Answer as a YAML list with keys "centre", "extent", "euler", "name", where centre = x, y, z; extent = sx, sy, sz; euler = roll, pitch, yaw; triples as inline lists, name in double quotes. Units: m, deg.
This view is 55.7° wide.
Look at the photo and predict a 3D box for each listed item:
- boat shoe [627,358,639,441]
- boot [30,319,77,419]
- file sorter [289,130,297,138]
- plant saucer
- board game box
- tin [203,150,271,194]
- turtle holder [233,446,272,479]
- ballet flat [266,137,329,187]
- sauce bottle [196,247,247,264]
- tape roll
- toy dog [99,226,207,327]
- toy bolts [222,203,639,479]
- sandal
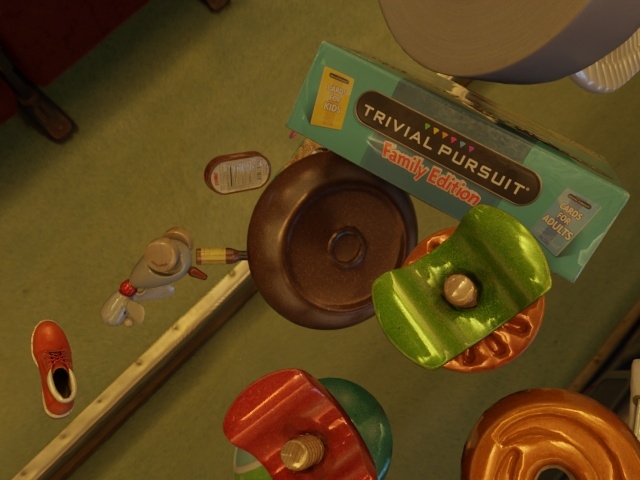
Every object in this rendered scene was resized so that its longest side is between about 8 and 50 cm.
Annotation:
- centre: [0.280, 0.237, 0.543]
  extent: [0.096, 0.098, 0.277]
  euler: [17, 100, 31]
  name: "boat shoe"
- centre: [-0.404, 0.186, 0.929]
  extent: [0.059, 0.084, 0.158]
  euler: [-8, 66, -33]
  name: "boot"
- centre: [0.079, -0.301, 1.801]
  extent: [0.290, 0.202, 0.182]
  euler: [41, 64, 0]
  name: "file sorter"
- centre: [0.022, 0.005, 0.642]
  extent: [0.198, 0.036, 0.199]
  euler: [-4, 102, -19]
  name: "plant saucer"
- centre: [0.153, -0.096, 0.600]
  extent: [0.253, 0.336, 0.079]
  euler: [30, 111, 13]
  name: "board game box"
- centre: [-0.222, -0.184, 1.649]
  extent: [0.189, 0.040, 0.106]
  euler: [-14, 115, -27]
  name: "tin"
- centre: [-0.038, 0.411, 1.165]
  extent: [0.243, 0.320, 0.228]
  euler: [4, 55, -22]
  name: "turtle holder"
- centre: [-0.043, -0.137, 1.243]
  extent: [0.067, 0.073, 0.206]
  euler: [20, 59, 19]
  name: "ballet flat"
- centre: [-0.226, 0.037, 1.416]
  extent: [0.128, 0.042, 0.042]
  euler: [1, 79, -14]
  name: "sauce bottle"
- centre: [0.133, -0.220, 0.411]
  extent: [0.072, 0.219, 0.219]
  euler: [-3, 78, -37]
  name: "tape roll"
- centre: [-0.415, 0.116, 1.562]
  extent: [0.161, 0.333, 0.220]
  euler: [42, 39, -5]
  name: "toy dog"
- centre: [0.078, 0.122, 0.411]
  extent: [0.228, 0.158, 0.218]
  euler: [-34, 71, 9]
  name: "toy bolts"
- centre: [0.483, -0.341, 1.070]
  extent: [0.416, 0.102, 0.169]
  euler: [-20, 99, -43]
  name: "sandal"
